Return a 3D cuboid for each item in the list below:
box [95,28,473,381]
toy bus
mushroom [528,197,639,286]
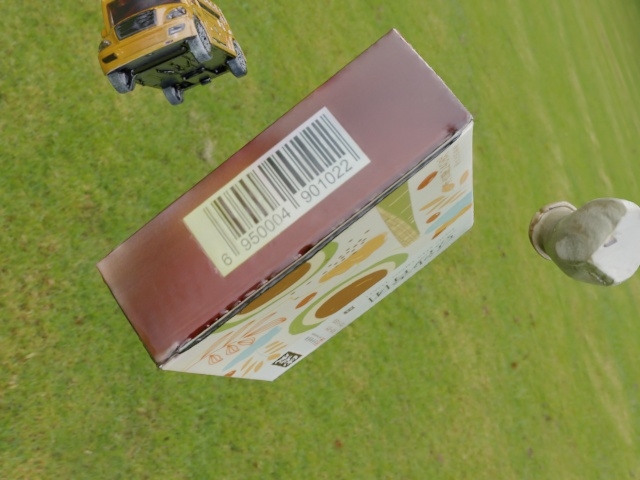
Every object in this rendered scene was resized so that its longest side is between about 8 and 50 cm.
[{"bbox_3d":[0.000,0.000,0.820,0.122,0.344,0.385,53,2,16],"label":"box"},{"bbox_3d":[-0.128,-0.175,0.642,0.194,0.083,0.088,-45,115,-81],"label":"toy bus"},{"bbox_3d":[0.340,0.003,0.954,0.108,0.096,0.247,56,1,-2],"label":"mushroom"}]
